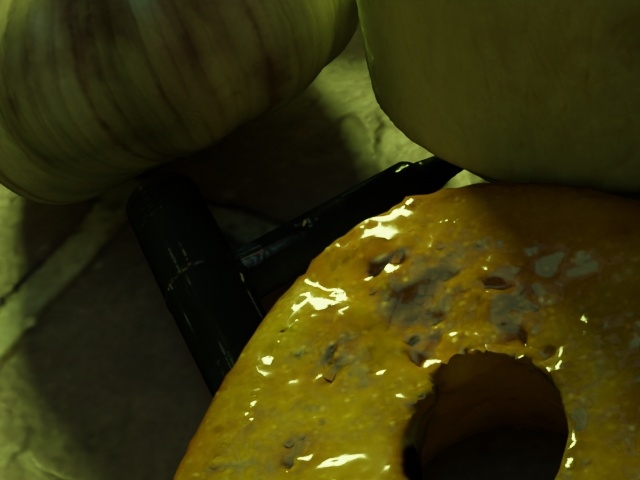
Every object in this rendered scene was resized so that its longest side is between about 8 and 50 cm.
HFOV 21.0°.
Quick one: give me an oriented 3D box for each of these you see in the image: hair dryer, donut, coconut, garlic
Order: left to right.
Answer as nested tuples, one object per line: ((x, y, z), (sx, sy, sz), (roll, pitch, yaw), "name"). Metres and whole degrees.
((-0.120, -0.159, 0.968), (0.245, 0.253, 0.245), (-22, 31, 14), "garlic")
((0.010, 0.008, 0.938), (0.195, 0.050, 0.173), (-19, 47, -10), "hair dryer")
((0.082, 0.113, 0.775), (0.303, 0.110, 0.303), (-8, 47, 8), "donut")
((0.148, -0.179, 0.889), (0.323, 0.323, 0.323), (-6, 46, 7), "coconut")
